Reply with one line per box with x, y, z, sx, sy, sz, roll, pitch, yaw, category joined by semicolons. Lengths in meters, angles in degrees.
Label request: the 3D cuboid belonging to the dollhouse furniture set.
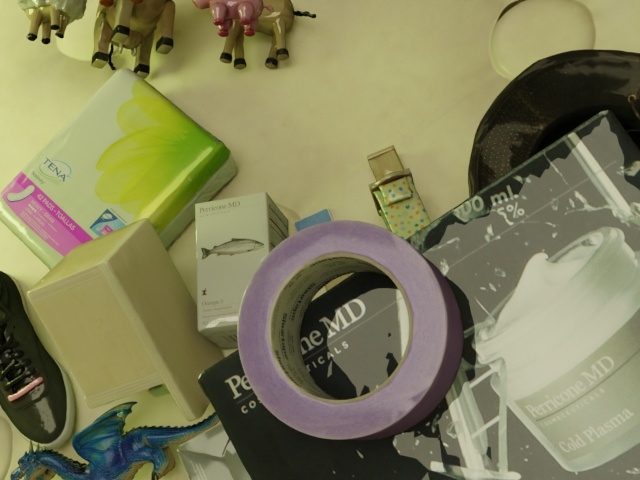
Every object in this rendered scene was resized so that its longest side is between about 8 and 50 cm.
0.054;-0.032;1.287;0.161;0.101;0.182;-23;66;2;dollhouse furniture set

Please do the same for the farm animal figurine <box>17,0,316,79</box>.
-0.226;-0.359;1.434;0.327;0.330;0.172;-14;66;41;farm animal figurine

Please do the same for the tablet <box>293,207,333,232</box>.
0.000;0.000;1.347;0.054;0.006;0.083;-24;65;5;tablet

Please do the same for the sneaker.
-0.438;0.149;1.332;0.104;0.147;0.296;-31;66;0;sneaker

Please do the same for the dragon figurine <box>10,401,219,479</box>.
-0.262;0.260;1.255;0.289;0.085;0.144;-39;85;6;dragon figurine

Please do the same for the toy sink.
-0.242;0.117;1.245;0.131;0.153;0.234;-22;107;18;toy sink

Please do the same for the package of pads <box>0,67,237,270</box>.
-0.298;-0.079;1.406;0.229;0.101;0.296;40;84;23;package of pads

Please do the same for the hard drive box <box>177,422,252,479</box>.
-0.053;0.312;1.120;0.089;0.232;0.181;-30;66;2;hard drive box

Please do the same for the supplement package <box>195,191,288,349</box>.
-0.101;0.042;1.304;0.105;0.105;0.179;-10;67;12;supplement package

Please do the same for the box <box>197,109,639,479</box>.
0.222;0.218;0.978;0.480;0.297;0.472;-34;71;8;box

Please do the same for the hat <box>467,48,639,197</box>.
0.354;-0.076;1.207;0.331;0.134;0.331;-2;84;15;hat

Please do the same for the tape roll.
0.027;0.081;0.866;0.189;0.080;0.189;-4;78;17;tape roll
